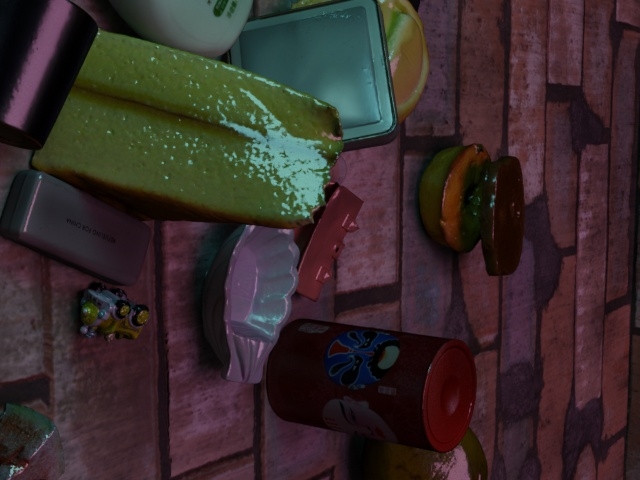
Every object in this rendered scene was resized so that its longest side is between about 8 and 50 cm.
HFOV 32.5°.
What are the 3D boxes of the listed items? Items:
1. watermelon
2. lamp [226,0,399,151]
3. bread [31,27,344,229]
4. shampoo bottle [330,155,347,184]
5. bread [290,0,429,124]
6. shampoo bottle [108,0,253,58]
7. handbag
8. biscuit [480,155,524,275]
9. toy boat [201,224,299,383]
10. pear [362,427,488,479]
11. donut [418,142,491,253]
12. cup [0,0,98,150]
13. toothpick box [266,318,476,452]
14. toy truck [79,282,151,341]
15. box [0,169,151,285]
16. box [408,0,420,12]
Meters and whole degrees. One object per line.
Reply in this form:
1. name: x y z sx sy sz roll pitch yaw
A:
1. watermelon: -0.417 0.287 1.484 0.158 0.097 0.121 3 91 -51
2. lamp: -0.018 -0.261 1.788 0.047 0.266 0.269 64 19 -66
3. bread: -0.169 -0.154 1.552 0.245 0.361 0.233 34 67 -54
4. shampoo bottle: -0.027 -0.129 2.007 0.192 0.074 0.074 -6 99 -56
5. bread: 0.052 -0.301 1.949 0.316 0.270 0.211 -61 155 -26
6. shampoo bottle: -0.248 -0.418 1.588 0.349 0.151 0.222 39 65 -49
7. handbag: 0.000 0.000 2.020 0.213 0.059 0.157 -65 154 -3
8. biscuit: 0.409 -0.052 2.479 0.257 0.049 0.273 -20 110 -63
9. toy boat: -0.129 0.095 1.867 0.199 0.100 0.291 18 79 -54
10. pear: 0.219 0.474 2.297 0.269 0.269 0.321 -43 115 -44
11. donut: 0.315 -0.098 2.470 0.253 0.118 0.254 -9 101 -57
12. cup: -0.426 -0.234 1.398 0.166 0.239 0.177 138 -30 -79
13. toothpick box: 0.092 0.259 2.002 0.204 0.333 0.204 -8 99 -55
14. toy truck: -0.314 0.114 1.636 0.111 0.076 0.077 22 96 -53
15. box: -0.346 -0.014 1.579 0.243 0.055 0.103 31 68 -52
16. box: 0.148 -0.521 2.241 0.212 0.042 0.201 30 69 -54
